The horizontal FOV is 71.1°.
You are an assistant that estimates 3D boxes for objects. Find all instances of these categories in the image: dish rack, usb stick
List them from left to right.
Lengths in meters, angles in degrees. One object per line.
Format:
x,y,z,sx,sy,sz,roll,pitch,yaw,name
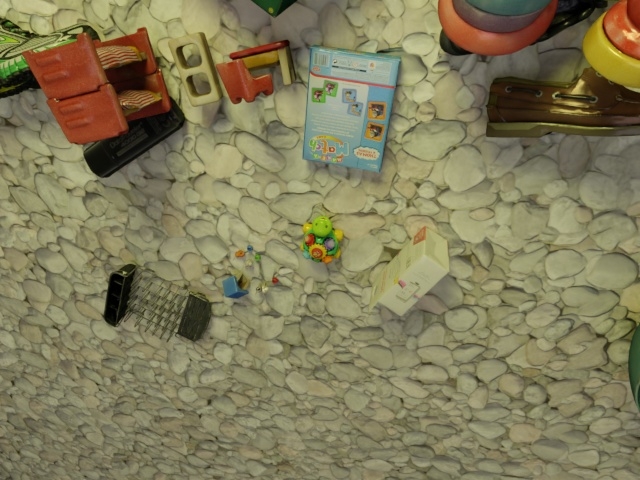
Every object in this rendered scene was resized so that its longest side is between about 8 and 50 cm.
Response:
-0.407,-0.219,0.966,0.278,0.045,0.077,-23,106,26,usb stick
-0.438,0.188,1.217,0.271,0.074,0.208,25,125,-3,dish rack

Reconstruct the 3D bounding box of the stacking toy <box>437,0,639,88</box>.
0.316,-0.351,0.545,0.308,0.280,0.130,13,157,8,stacking toy

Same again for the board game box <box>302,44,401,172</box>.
0.052,-0.242,0.839,0.160,0.039,0.212,11,123,7,board game box

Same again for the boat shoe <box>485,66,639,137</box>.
0.418,-0.217,0.696,0.307,0.110,0.105,4,107,25,boat shoe

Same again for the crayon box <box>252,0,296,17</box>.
-0.130,-0.547,0.577,0.363,0.106,0.313,35,141,-6,crayon box

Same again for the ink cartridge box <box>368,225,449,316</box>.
0.187,0.078,0.964,0.067,0.115,0.198,33,125,-8,ink cartridge box

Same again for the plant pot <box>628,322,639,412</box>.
0.741,0.218,0.865,0.290,0.195,0.290,6,123,10,plant pot

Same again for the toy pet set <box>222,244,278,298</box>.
-0.187,0.094,1.098,0.114,0.065,0.122,-25,112,27,toy pet set

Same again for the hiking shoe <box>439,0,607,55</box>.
0.292,-0.336,0.672,0.226,0.114,0.086,-12,118,21,hiking shoe

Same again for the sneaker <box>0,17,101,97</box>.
-0.594,-0.371,0.865,0.343,0.134,0.146,-7,100,8,sneaker

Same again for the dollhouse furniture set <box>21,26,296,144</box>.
-0.246,-0.293,0.756,0.374,0.201,0.152,-10,116,10,dollhouse furniture set

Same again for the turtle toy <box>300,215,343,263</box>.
0.000,0.000,0.990,0.095,0.066,0.130,12,124,7,turtle toy
